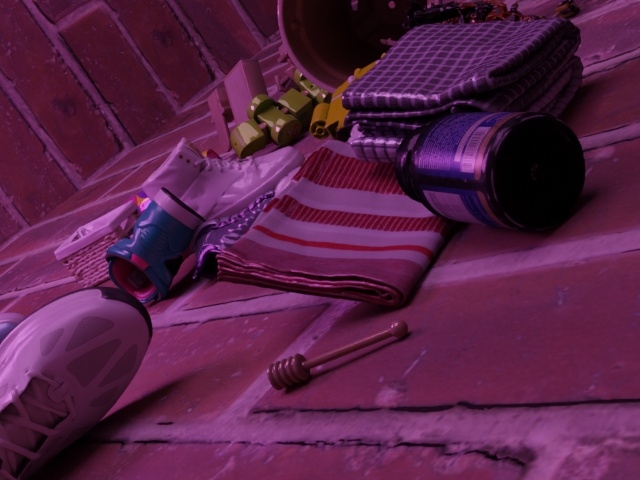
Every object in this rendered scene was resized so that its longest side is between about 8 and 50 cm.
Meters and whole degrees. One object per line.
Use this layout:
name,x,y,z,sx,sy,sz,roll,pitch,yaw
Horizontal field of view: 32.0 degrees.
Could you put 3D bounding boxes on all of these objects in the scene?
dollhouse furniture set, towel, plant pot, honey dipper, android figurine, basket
dollhouse furniture set,-0.035,-0.322,2.591,0.355,0.174,0.303,-9,-13,-31
towel,0.049,-0.035,1.348,0.237,0.037,0.329,7,34,25
towel,0.184,-0.202,1.440,0.235,0.121,0.283,5,31,33
plant pot,0.118,-0.479,2.316,0.333,0.334,0.305,-27,5,22
honey dipper,0.018,0.115,1.143,0.160,0.030,0.030,-24,18,25
android figurine,0.093,-0.272,2.076,0.248,0.056,0.273,-27,26,23
basket,-0.428,0.012,2.240,0.167,0.103,0.113,-24,18,30

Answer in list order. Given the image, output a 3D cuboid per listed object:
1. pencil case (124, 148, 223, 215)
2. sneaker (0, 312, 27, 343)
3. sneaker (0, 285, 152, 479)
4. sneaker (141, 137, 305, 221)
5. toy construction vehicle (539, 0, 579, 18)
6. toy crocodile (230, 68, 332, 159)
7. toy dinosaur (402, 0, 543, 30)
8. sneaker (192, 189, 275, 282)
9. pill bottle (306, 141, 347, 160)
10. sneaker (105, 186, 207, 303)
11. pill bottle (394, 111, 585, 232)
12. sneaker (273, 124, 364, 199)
pencil case,-0.288,-0.093,2.299,0.236,0.104,0.104,-28,16,15
sneaker,-0.585,0.268,1.752,0.366,0.135,0.150,-44,21,-1
sneaker,-0.361,0.257,1.309,0.447,0.169,0.257,-42,24,-1
sneaker,-0.187,-0.130,2.059,0.292,0.169,0.108,-32,13,2
toy construction vehicle,0.390,-0.410,1.890,0.035,0.086,0.098,-49,21,-27
toy crocodile,-0.045,-0.283,2.384,0.340,0.105,0.115,-38,57,-18
toy dinosaur,0.267,-0.345,1.913,0.218,0.164,0.322,-16,-3,-5
sneaker,-0.100,-0.002,1.708,0.223,0.083,0.098,-24,44,28
pill bottle,0.022,-0.121,1.792,0.065,0.065,0.116,-41,17,-25
sneaker,-0.267,0.020,1.868,0.178,0.124,0.295,-52,-6,-3
pill bottle,0.173,-0.078,1.210,0.123,0.123,0.219,-38,21,-17
sneaker,0.076,-0.102,1.606,0.297,0.111,0.129,-42,32,-16
